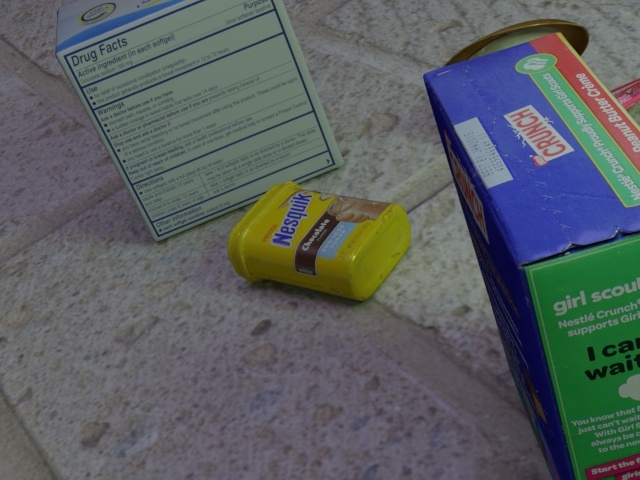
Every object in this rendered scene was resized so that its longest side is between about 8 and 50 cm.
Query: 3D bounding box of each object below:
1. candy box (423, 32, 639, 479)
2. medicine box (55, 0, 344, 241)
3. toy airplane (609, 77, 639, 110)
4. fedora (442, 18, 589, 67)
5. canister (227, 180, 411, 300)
[{"bbox_3d":[0.192,0.046,0.788,0.122,0.317,0.268,-19,34,5],"label":"candy box"},{"bbox_3d":[-0.147,-0.188,1.326,0.264,0.289,0.149,-22,34,1],"label":"medicine box"},{"bbox_3d":[0.328,-0.133,1.213,0.151,0.028,0.151,-20,36,15],"label":"toy airplane"},{"bbox_3d":[0.232,-0.182,1.253,0.194,0.194,0.079,-17,71,8],"label":"fedora"},{"bbox_3d":[0.000,0.000,1.180,0.170,0.073,0.126,11,46,37],"label":"canister"}]
